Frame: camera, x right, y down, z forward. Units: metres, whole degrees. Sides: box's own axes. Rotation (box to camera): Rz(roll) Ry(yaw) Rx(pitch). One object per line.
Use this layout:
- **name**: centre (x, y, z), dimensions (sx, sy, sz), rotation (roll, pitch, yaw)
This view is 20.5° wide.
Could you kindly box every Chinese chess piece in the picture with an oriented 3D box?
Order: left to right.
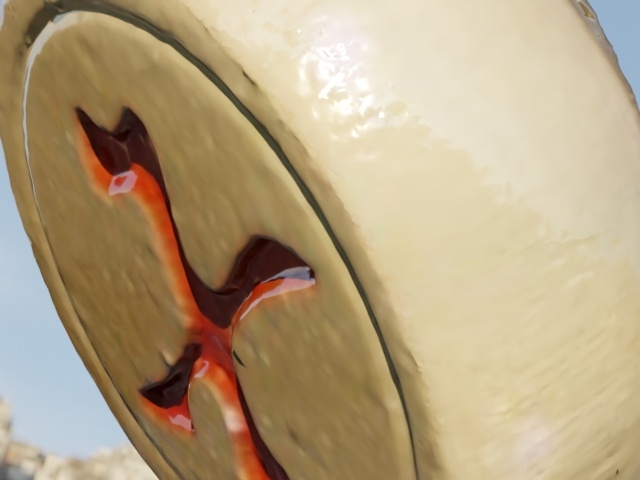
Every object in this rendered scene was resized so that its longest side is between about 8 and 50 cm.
- **Chinese chess piece**: centre (0.000, 0.000, 0.737), dimensions (0.338, 0.140, 0.338), rotation (39, -33, 33)
